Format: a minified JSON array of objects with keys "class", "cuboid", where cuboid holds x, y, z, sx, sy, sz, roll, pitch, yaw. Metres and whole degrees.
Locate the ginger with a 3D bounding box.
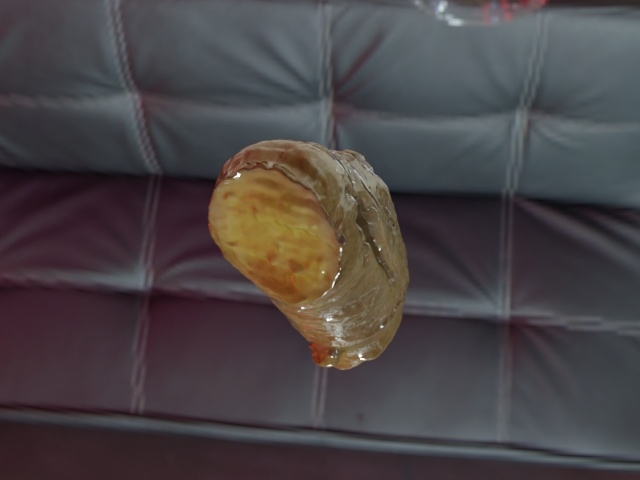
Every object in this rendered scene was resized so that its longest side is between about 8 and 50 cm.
[{"class":"ginger","cuboid":[0.000,0.000,1.149,0.126,0.190,0.354,10,170,15]}]
